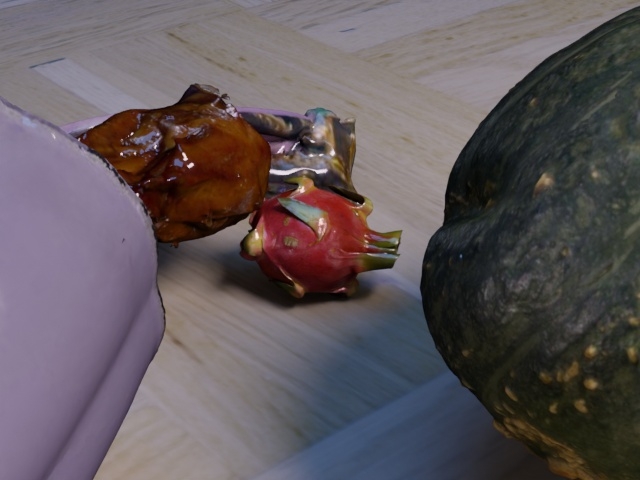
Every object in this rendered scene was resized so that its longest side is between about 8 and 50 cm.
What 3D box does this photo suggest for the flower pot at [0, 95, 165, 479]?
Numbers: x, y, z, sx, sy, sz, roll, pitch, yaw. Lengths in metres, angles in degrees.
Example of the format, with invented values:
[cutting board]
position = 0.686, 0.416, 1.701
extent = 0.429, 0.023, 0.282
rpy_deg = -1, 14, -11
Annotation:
[flower pot]
position = -0.222, 0.081, 0.551
extent = 0.265, 0.265, 0.243
rpy_deg = 3, 41, 6

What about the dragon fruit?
[dragon fruit]
position = 0.001, 0.002, 0.847
extent = 0.116, 0.086, 0.081
rpy_deg = 21, 0, 11

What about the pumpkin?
[pumpkin]
position = 0.212, 0.015, 0.613
extent = 0.291, 0.257, 0.328
rpy_deg = 47, 33, 5

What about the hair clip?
[hair clip]
position = -0.122, -0.051, 0.915
extent = 0.359, 0.095, 0.110
rpy_deg = -5, -1, -23

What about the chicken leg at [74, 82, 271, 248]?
[chicken leg]
position = -0.151, -0.037, 0.754
extent = 0.113, 0.093, 0.304
rpy_deg = 41, 33, 26
